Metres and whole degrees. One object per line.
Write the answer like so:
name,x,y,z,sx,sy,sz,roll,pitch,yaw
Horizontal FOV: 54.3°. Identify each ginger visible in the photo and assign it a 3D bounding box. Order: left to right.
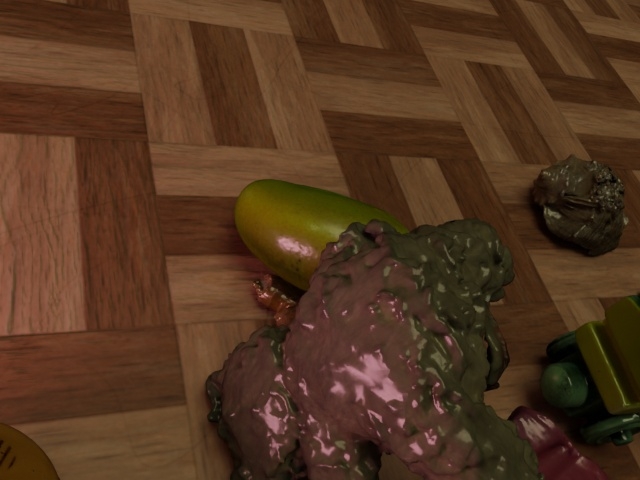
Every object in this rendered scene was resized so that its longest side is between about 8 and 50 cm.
ginger,-0.038,0.114,0.853,0.165,0.067,0.096,33,47,21

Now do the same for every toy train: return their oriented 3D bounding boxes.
toy train,0.552,0.180,0.931,0.442,0.272,0.179,2,56,-23

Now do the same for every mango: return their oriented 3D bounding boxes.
mango,0.002,0.003,0.883,0.273,0.149,0.185,20,11,-3

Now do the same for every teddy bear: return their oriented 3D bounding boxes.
teddy bear,0.035,0.150,0.701,0.224,0.367,0.357,29,48,-42

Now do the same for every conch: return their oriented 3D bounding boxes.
conch,0.522,-0.064,1.225,0.245,0.163,0.178,28,78,-24

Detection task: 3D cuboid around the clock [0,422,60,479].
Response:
clock,-0.333,0.296,0.500,0.244,0.200,0.317,23,40,-10

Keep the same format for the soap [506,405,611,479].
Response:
soap,0.199,0.369,0.715,0.359,0.128,0.233,-22,67,-36
